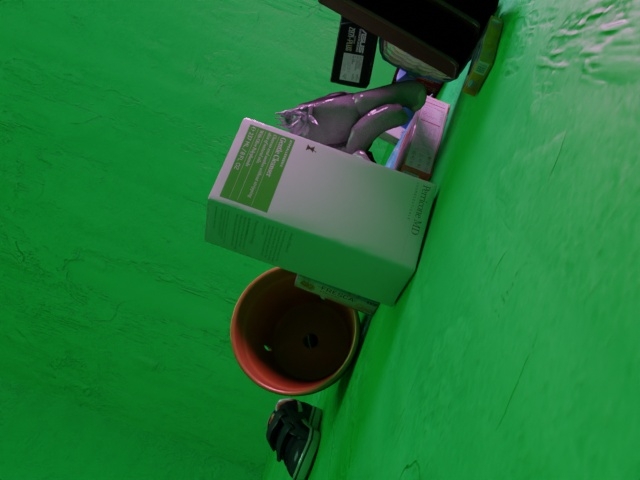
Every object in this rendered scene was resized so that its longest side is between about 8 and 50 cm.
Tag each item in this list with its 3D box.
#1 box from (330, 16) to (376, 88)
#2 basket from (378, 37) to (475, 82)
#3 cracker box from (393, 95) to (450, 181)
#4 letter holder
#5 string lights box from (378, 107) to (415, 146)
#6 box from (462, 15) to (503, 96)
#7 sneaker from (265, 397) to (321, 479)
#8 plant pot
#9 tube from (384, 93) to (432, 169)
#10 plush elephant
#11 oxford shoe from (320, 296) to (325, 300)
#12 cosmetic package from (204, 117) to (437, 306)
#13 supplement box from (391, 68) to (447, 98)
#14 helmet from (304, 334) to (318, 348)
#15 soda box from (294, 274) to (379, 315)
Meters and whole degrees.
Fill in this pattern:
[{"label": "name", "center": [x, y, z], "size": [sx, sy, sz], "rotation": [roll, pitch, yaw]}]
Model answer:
[{"label": "box", "center": [0.077, -0.410, 1.644], "size": [0.147, 0.077, 0.180], "rotation": [-68, -11, -75]}, {"label": "basket", "center": [0.230, -0.442, 1.642], "size": [0.289, 0.201, 0.255], "rotation": [-111, 42, -77]}, {"label": "cracker box", "center": [0.204, -0.180, 1.731], "size": [0.156, 0.067, 0.232], "rotation": [113, 179, -51]}, {"label": "letter holder", "center": [0.146, -0.436, 1.393], "size": [0.152, 0.301, 0.214], "rotation": [-59, -7, 5]}, {"label": "string lights box", "center": [0.263, -0.406, 2.329], "size": [0.260, 0.076, 0.133], "rotation": [-63, 3, -3]}, {"label": "box", "center": [0.282, -0.324, 1.387], "size": [0.081, 0.028, 0.136], "rotation": [111, 178, -55]}, {"label": "sneaker", "center": [-0.073, 0.481, 1.960], "size": [0.321, 0.127, 0.126], "rotation": [-85, 17, -83]}, {"label": "plant pot", "center": [-0.040, 0.219, 1.840], "size": [0.203, 0.290, 0.291], "rotation": [56, -127, -70]}, {"label": "tube", "center": [0.221, -0.257, 1.952], "size": [0.207, 0.052, 0.080], "rotation": [-65, 5, -4]}, {"label": "plush elephant", "center": [0.055, -0.166, 1.632], "size": [0.330, 0.271, 0.255], "rotation": [-26, -71, -46]}, {"label": "oxford shoe", "center": [0.024, 0.191, 2.590], "size": [0.397, 0.140, 0.147], "rotation": [59, -170, -71]}, {"label": "cosmetic package", "center": [-0.001, -0.048, 1.424], "size": [0.155, 0.365, 0.197], "rotation": [108, 179, -59]}, {"label": "supplement box", "center": [0.271, -0.456, 2.102], "size": [0.239, 0.130, 0.073], "rotation": [109, -179, -76]}, {"label": "helmet", "center": [-0.002, 0.258, 2.038], "size": [0.161, 0.169, 0.169], "rotation": [-28, 39, 63]}, {"label": "soda box", "center": [0.040, 0.093, 1.711], "size": [0.063, 0.183, 0.058], "rotation": [114, 177, -56]}]
